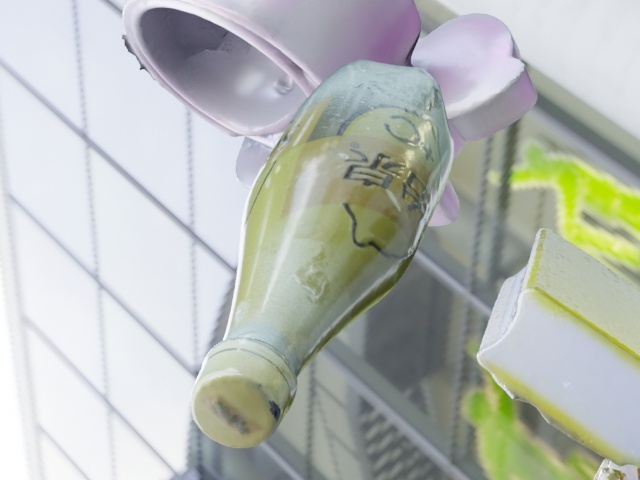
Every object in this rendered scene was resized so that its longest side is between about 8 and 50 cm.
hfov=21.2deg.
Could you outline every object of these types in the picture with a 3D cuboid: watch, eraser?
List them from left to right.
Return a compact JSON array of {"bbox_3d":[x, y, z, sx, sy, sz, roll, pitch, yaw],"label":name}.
[{"bbox_3d":[-0.016,-0.126,1.196,0.217,0.248,0.211,46,-112,-35],"label":"watch"},{"bbox_3d":[0.193,0.077,1.173,0.069,0.158,0.226,-54,-2,15],"label":"eraser"}]

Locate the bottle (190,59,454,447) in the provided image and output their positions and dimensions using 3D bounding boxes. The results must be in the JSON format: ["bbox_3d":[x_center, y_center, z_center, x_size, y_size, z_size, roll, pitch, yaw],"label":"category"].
[{"bbox_3d":[0.000,0.000,0.766,0.270,0.083,0.083,-60,-11,-58],"label":"bottle"}]

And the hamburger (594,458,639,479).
[{"bbox_3d":[0.353,0.208,1.397,0.285,0.134,0.265,24,-49,-25],"label":"hamburger"}]
